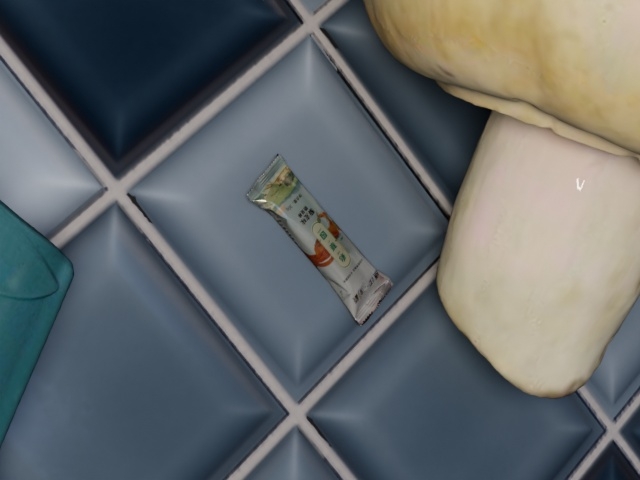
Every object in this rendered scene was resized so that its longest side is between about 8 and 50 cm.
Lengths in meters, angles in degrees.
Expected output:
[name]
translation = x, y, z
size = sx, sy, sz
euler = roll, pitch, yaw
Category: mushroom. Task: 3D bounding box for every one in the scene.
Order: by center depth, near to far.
[mushroom]
translation = 0.176, -0.127, 0.802
size = 0.353, 0.353, 0.325
euler = -23, 74, -29

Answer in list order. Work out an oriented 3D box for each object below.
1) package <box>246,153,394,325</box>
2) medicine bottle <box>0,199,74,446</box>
[package]
translation = 0.000, 0.000, 0.821
size = 0.110, 0.015, 0.037
euler = 48, 58, -16
[medicine bottle]
translation = -0.208, 0.078, 0.658
size = 0.124, 0.079, 0.258
euler = 27, 71, -27
